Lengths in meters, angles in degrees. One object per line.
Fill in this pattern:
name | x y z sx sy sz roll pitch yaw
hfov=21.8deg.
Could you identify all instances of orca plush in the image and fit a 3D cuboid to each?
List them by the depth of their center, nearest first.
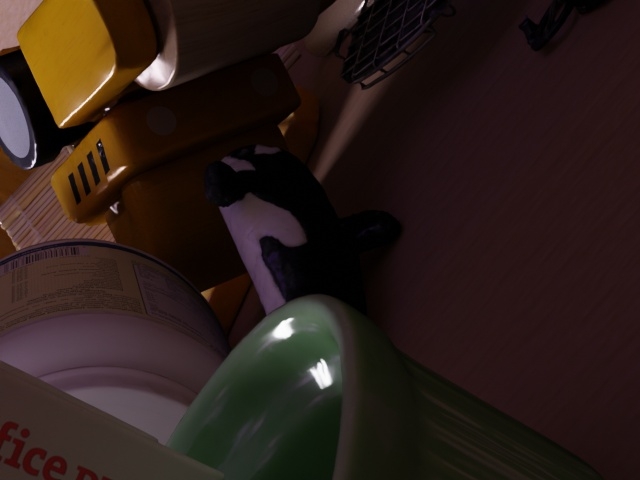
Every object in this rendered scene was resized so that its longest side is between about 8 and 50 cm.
orca plush | 0.000 0.000 1.095 0.102 0.151 0.287 -30 17 4

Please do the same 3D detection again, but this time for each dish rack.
dish rack | 0.103 -0.233 1.200 0.208 0.074 0.271 -34 35 64

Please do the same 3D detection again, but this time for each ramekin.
ramekin | -0.001 0.188 0.684 0.303 0.148 0.303 -56 17 26

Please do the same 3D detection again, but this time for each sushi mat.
sushi mat | -0.161 -0.091 1.487 0.316 0.019 0.151 -47 54 5

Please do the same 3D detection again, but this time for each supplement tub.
supplement tub | -0.155 0.142 1.102 0.235 0.235 0.325 -62 15 7

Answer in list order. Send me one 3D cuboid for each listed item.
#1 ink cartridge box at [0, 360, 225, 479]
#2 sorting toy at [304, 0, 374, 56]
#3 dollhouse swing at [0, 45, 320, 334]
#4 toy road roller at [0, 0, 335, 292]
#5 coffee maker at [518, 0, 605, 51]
ink cartridge box | -0.185 0.148 0.639 0.168 0.171 0.232 15 76 42
sorting toy | 0.035 -0.286 1.557 0.307 0.041 0.229 -42 26 53
dollhouse swing | -0.206 -0.045 1.543 0.347 0.315 0.305 -65 4 -8
toy road roller | -0.099 -0.094 1.282 0.202 0.240 0.329 -24 -5 -30
coffee maker | 0.103 -0.214 0.950 0.171 0.178 0.120 -58 15 17
